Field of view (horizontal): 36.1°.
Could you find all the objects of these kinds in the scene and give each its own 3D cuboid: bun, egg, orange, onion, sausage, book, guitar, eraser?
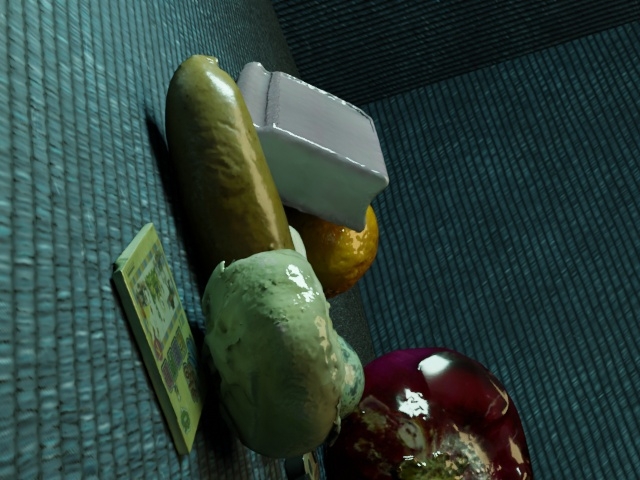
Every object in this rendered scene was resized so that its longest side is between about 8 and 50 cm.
[{"bbox_3d":[-0.060,0.122,1.087,0.239,0.141,0.239,170,-90,-73],"label":"bun"},{"bbox_3d":[-0.003,0.205,1.528,0.172,0.132,0.132,-119,-175,-46],"label":"egg"},{"bbox_3d":[0.002,0.001,1.770,0.193,0.219,0.219,33,26,-25],"label":"orange"},{"bbox_3d":[0.181,0.402,1.845,0.420,0.398,0.398,136,-60,-72],"label":"onion"},{"bbox_3d":[-0.089,0.013,1.243,0.136,0.123,0.501,-39,115,-49],"label":"sausage"},{"bbox_3d":[-0.154,0.091,0.976,0.168,0.013,0.192,-88,161,-74],"label":"book"},{"bbox_3d":[-0.024,0.344,1.368,0.271,0.038,0.084,-94,166,-77],"label":"guitar"},{"bbox_3d":[-0.035,-0.171,1.669,0.359,0.272,0.122,-90,-157,-67],"label":"eraser"}]

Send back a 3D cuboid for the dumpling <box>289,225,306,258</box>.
[{"bbox_3d":[-0.080,0.038,1.392,0.136,0.118,0.199,2,61,-58],"label":"dumpling"}]
